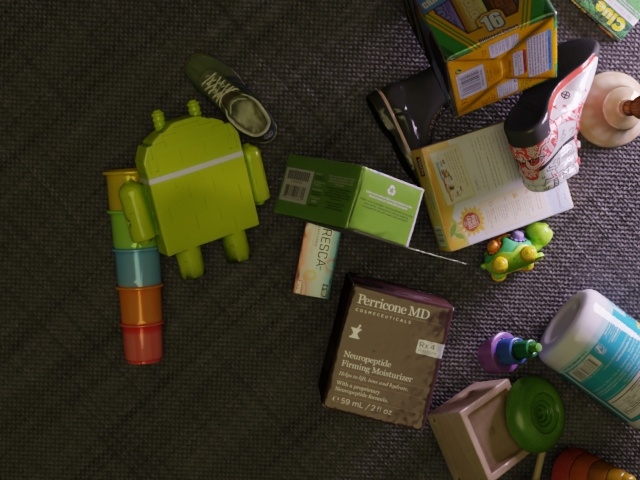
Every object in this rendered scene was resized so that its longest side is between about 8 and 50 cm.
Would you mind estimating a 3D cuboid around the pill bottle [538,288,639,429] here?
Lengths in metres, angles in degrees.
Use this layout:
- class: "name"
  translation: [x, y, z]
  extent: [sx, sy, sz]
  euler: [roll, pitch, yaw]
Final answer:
- class: "pill bottle"
  translation: [0.496, 0.208, 1.914]
  extent: [0.264, 0.146, 0.146]
  euler: [36, 93, -5]

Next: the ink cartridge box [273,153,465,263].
- class: "ink cartridge box"
  translation: [0.087, -0.047, 1.813]
  extent: [0.255, 0.188, 0.097]
  euler: [16, 89, -39]

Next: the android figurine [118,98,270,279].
- class: "android figurine"
  translation: [-0.197, -0.083, 1.865]
  extent: [0.248, 0.056, 0.273]
  euler: [-22, 107, -24]

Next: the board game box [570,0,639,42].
- class: "board game box"
  translation: [0.434, -0.458, 1.917]
  extent: [0.259, 0.030, 0.136]
  euler: [41, 90, -4]

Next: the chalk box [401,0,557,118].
- class: "chalk box"
  translation: [0.227, -0.373, 1.816]
  extent: [0.179, 0.180, 0.289]
  euler: [-22, 64, 2]

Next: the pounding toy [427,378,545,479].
- class: "pounding toy"
  translation: [0.294, 0.338, 1.942]
  extent: [0.181, 0.094, 0.206]
  euler: [-27, 96, -38]

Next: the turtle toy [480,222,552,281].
- class: "turtle toy"
  translation: [0.321, 0.015, 1.928]
  extent: [0.130, 0.095, 0.066]
  euler: [-22, 74, 0]

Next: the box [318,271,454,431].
- class: "box"
  translation: [0.101, 0.174, 1.889]
  extent: [0.168, 0.167, 0.203]
  euler: [14, 94, -3]

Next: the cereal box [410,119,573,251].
- class: "cereal box"
  translation: [0.279, -0.098, 1.897]
  extent: [0.240, 0.047, 0.173]
  euler: [-18, 96, -20]

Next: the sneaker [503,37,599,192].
- class: "sneaker"
  translation: [0.379, -0.196, 1.874]
  extent: [0.270, 0.090, 0.145]
  euler: [-53, 134, -35]

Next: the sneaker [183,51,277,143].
- class: "sneaker"
  translation: [-0.142, -0.232, 1.889]
  extent: [0.192, 0.086, 0.064]
  euler: [44, 92, -4]

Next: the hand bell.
- class: "hand bell"
  translation: [0.482, -0.207, 1.831]
  extent: [0.126, 0.242, 0.126]
  euler: [0, 95, -1]

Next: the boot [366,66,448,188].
- class: "boot"
  translation: [0.180, -0.181, 1.913]
  extent: [0.137, 0.077, 0.198]
  euler: [-30, 96, -4]

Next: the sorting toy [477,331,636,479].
- class: "sorting toy"
  translation: [0.394, 0.294, 1.888]
  extent: [0.127, 0.126, 0.366]
  euler: [-43, 106, -35]

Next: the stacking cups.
- class: "stacking cups"
  translation: [-0.294, 0.042, 1.902]
  extent: [0.096, 0.096, 0.316]
  euler: [-4, 94, -1]

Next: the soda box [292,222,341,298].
- class: "soda box"
  translation: [0.000, 0.000, 1.927]
  extent: [0.062, 0.058, 0.183]
  euler: [11, 95, -3]
